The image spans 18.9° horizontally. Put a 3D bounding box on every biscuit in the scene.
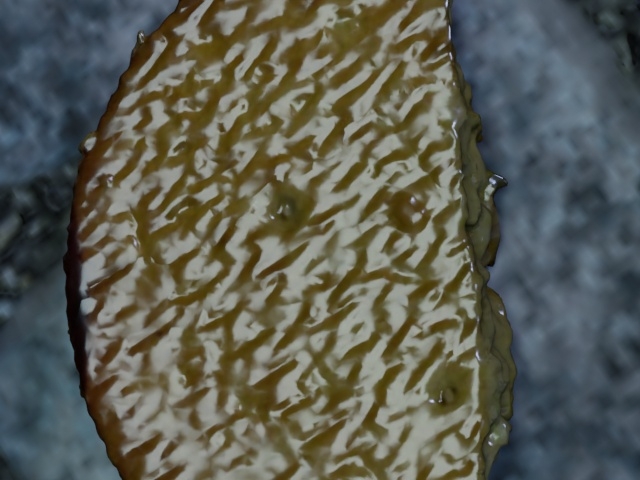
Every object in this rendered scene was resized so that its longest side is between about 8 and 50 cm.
[{"bbox_3d":[-0.010,0.008,0.528,0.126,0.025,0.206,-5,80,16],"label":"biscuit"}]
